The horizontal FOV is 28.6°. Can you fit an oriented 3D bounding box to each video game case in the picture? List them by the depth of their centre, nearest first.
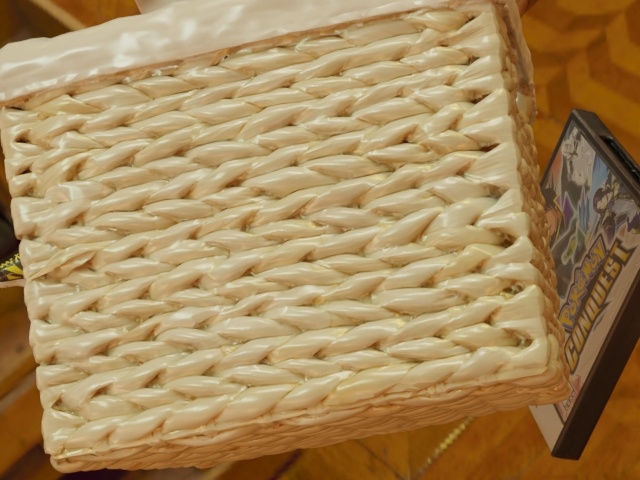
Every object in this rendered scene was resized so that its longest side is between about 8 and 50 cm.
[{"bbox_3d":[0.259,0.040,1.281,0.035,0.275,0.248,10,28,-16],"label":"video game case"}]

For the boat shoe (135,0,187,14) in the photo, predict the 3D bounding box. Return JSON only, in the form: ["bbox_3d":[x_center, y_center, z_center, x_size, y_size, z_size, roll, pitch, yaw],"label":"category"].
[{"bbox_3d":[-0.071,-0.103,0.931,0.108,0.102,0.301,-22,48,-5],"label":"boat shoe"}]

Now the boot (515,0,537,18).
[{"bbox_3d":[0.158,-0.221,1.504,0.264,0.096,0.280,-26,24,40],"label":"boot"}]

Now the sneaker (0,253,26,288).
[{"bbox_3d":[-0.318,0.029,1.300,0.083,0.035,0.031,2,15,-21],"label":"sneaker"}]

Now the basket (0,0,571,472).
[{"bbox_3d":[0.000,0.000,0.856,0.331,0.328,0.267,-13,78,11],"label":"basket"}]
